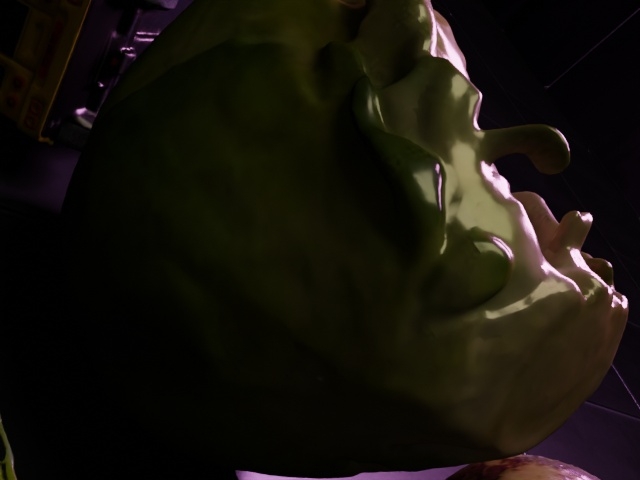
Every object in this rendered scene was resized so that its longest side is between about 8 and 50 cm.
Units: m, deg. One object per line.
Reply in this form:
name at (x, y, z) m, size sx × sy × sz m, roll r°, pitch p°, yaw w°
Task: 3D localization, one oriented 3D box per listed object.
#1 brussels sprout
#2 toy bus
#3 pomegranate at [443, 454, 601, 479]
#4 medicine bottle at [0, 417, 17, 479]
brussels sprout at (0.000, 0.000, 0.682) m, size 0.371 × 0.315 × 0.276 m, roll 47°, pitch 5°, yaw 41°
toy bus at (-0.150, -0.172, 0.884) m, size 0.151 × 0.145 × 0.331 m, roll 29°, pitch 18°, yaw 14°
pomegranate at (0.087, 0.213, 0.624) m, size 0.276 × 0.204 × 0.222 m, roll 47°, pitch 23°, yaw -3°
medicine bottle at (-0.226, 0.091, 0.321) m, size 0.250 × 0.141 × 0.137 m, roll 24°, pitch 29°, yaw -48°
